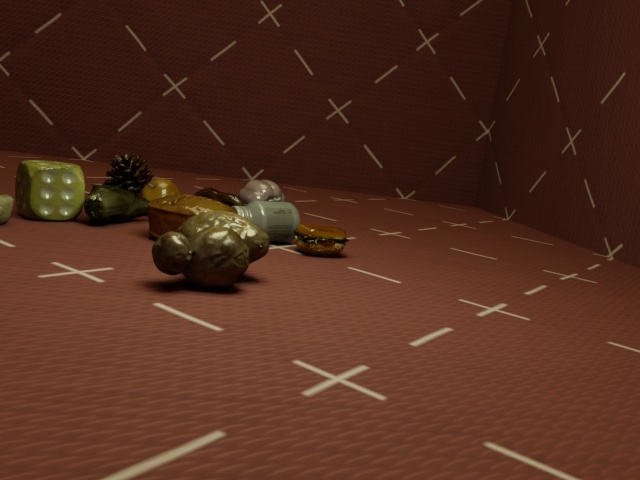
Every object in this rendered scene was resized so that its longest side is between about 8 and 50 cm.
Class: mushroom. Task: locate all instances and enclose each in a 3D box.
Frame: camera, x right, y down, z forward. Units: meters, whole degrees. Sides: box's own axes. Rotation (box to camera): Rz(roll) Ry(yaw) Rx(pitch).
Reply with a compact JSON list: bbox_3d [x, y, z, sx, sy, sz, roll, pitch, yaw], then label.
[{"bbox_3d":[-0.378,-0.082,2.053,0.227,0.148,0.217,8,25,29],"label":"mushroom"}]

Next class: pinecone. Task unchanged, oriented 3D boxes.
[{"bbox_3d":[-0.756,-0.253,2.454,0.208,0.207,0.208,8,10,-1],"label":"pinecone"}]

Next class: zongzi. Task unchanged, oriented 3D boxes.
[{"bbox_3d":[-0.622,-0.101,1.976,0.242,0.112,0.221,14,11,-16],"label":"zongzi"}]

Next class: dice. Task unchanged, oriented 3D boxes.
[{"bbox_3d":[-0.833,-0.155,1.917,0.166,0.169,0.169,-2,14,-40],"label":"dice"}]

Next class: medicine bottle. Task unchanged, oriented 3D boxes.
[{"bbox_3d":[-0.186,-0.060,1.982,0.215,0.135,0.135,0,13,-35],"label":"medicine bottle"}]

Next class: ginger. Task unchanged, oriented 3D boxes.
[{"bbox_3d":[-0.255,0.018,1.449,0.245,0.155,0.304,11,10,5],"label":"ginger"}]

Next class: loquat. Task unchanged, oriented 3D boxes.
[{"bbox_3d":[-0.562,-0.150,2.193,0.141,0.141,0.141,8,10,-1],"label":"loquat"}]

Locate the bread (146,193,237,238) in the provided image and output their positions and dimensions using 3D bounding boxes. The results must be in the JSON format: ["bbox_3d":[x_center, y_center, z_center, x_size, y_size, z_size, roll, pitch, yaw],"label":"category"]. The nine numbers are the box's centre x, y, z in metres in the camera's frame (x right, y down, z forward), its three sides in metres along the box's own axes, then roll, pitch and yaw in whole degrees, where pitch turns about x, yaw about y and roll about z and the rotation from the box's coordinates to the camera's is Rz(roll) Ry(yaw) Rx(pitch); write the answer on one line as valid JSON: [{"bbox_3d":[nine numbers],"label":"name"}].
[{"bbox_3d":[-0.380,-0.061,1.835,0.270,0.142,0.195,13,12,16],"label":"bread"}]

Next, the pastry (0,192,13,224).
[{"bbox_3d":[-0.939,-0.092,1.726,0.166,0.088,0.166,7,7,-1],"label":"pastry"}]

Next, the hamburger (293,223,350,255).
[{"bbox_3d":[0.000,0.000,1.928,0.166,0.087,0.137,5,10,-21],"label":"hamburger"}]

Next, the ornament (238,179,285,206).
[{"bbox_3d":[-0.211,-0.134,2.273,0.177,0.177,0.177,8,10,-1],"label":"ornament"}]
